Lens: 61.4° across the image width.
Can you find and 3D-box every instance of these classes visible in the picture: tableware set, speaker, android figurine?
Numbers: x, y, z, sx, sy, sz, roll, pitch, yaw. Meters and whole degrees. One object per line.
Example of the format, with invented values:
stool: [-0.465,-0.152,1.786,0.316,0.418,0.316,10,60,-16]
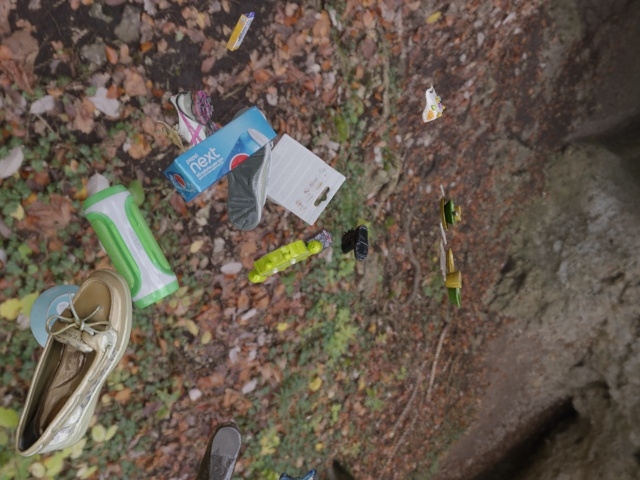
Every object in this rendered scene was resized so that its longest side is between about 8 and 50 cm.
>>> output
tableware set: [0.180,0.006,0.727,0.024,0.154,0.104,-6,138,19]
speaker: [-0.473,0.016,1.350,0.131,0.297,0.131,-28,-176,2]
android figurine: [-0.112,0.060,1.681,0.248,0.056,0.273,-26,175,4]

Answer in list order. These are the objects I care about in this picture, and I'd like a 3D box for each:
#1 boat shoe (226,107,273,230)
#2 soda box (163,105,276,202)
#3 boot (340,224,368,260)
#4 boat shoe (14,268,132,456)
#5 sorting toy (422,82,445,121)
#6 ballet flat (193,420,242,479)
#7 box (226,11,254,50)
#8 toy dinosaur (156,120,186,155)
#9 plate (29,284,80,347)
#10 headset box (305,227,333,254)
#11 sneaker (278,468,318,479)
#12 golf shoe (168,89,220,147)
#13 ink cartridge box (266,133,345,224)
boat shoe: [-0.184,-0.188,1.407,0.118,0.103,0.321,7,114,8]
soda box: [-0.181,-0.161,0.993,0.210,0.071,0.067,-44,-168,-34]
boot: [0.097,0.016,1.589,0.045,0.121,0.099,20,151,-26]
boat shoe: [-0.368,0.180,0.810,0.089,0.104,0.286,37,68,-77]
sorting toy: [0.281,-0.354,1.360,0.044,0.083,0.075,-4,127,29]
ballet flat: [-0.212,0.465,1.024,0.084,0.250,0.058,20,175,-11]
box: [-0.267,-0.708,1.811,0.028,0.081,0.136,30,115,-6]
toy dinosaur: [-0.487,-0.352,1.790,0.053,0.092,0.183,-36,137,-9]
plate: [-0.601,0.191,1.308,0.188,0.188,0.024,10,148,-44]
headset box: [0.000,0.000,1.841,0.083,0.032,0.062,-34,107,1]
sneaker: [-0.082,0.658,1.461,0.162,0.073,0.063,-30,145,4]
golf shoe: [-0.265,-0.236,1.163,0.085,0.068,0.186,0,130,14]
ink cartridge box: [-0.072,-0.181,1.641,0.189,0.232,0.066,-55,-176,-7]
